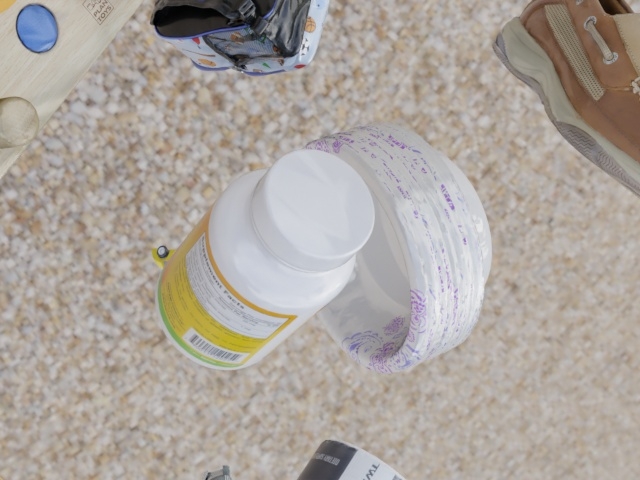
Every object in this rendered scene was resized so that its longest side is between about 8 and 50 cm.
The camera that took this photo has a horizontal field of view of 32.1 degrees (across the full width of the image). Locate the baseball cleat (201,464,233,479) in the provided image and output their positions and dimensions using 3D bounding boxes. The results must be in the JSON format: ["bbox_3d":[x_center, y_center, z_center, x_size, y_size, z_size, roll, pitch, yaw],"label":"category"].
[{"bbox_3d":[-0.178,0.438,1.736,0.072,0.109,0.206,24,118,-15],"label":"baseball cleat"}]

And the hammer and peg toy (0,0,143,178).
[{"bbox_3d":[-0.235,-0.249,0.861,0.266,0.127,0.361,52,55,-33],"label":"hammer and peg toy"}]

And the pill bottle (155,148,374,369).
[{"bbox_3d":[-0.051,0.018,1.009,0.136,0.136,0.245,-15,164,-33],"label":"pill bottle"}]

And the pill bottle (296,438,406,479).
[{"bbox_3d":[-0.008,0.340,1.149,0.246,0.130,0.130,-54,147,-22],"label":"pill bottle"}]

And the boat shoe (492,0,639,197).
[{"bbox_3d":[0.236,-0.116,0.827,0.123,0.324,0.116,27,112,-35],"label":"boat shoe"}]

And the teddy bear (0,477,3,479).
[{"bbox_3d":[-0.260,0.203,0.803,0.113,0.338,0.245,-54,156,-21],"label":"teddy bear"}]

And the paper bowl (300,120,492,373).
[{"bbox_3d":[0.088,0.000,1.300,0.148,0.284,0.284,-21,137,-27],"label":"paper bowl"}]

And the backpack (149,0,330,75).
[{"bbox_3d":[-0.121,-0.378,1.705,0.213,0.263,0.276,47,52,-48],"label":"backpack"}]

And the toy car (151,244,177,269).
[{"bbox_3d":[-0.167,0.055,1.973,0.225,0.239,0.053,19,74,-29],"label":"toy car"}]
